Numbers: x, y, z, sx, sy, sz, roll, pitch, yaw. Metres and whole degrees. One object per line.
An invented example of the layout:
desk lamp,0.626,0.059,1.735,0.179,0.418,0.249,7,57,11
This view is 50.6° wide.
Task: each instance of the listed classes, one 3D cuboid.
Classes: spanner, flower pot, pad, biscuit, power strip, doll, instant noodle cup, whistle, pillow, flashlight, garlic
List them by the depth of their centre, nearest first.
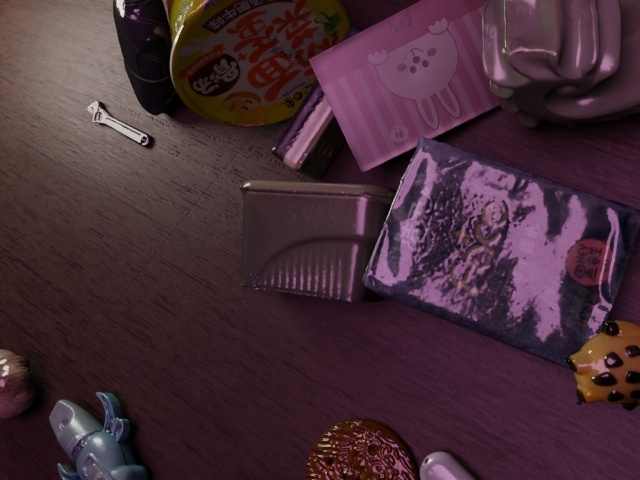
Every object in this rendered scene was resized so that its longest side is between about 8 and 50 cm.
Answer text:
doll,0.438,0.124,0.810,0.291,0.086,0.117,-19,106,2
flower pot,0.398,-0.252,0.843,0.368,0.254,0.164,-6,78,25
flashlight,0.220,0.372,0.936,0.200,0.047,0.093,39,100,27
biscuit,0.061,0.369,1.032,0.188,0.027,0.187,-6,77,26
pad,0.155,-0.257,1.036,0.300,0.005,0.202,-25,90,8
power strip,0.027,-0.225,1.114,0.070,0.105,0.256,35,98,20
instant noodle cup,-0.125,-0.373,1.130,0.311,0.311,0.221,-35,57,18
pillow,-0.318,-0.361,1.227,0.093,0.335,0.161,-22,73,-14
whistle,-0.413,0.391,1.246,0.274,0.093,0.186,34,97,32
garlic,-0.639,0.292,1.376,0.159,0.102,0.147,-10,90,38
spanner,-0.421,-0.243,1.410,0.208,0.012,0.046,29,94,29

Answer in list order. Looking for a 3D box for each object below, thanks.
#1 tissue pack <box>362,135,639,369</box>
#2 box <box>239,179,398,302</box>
tissue pack,0.243,0.016,0.926,0.316,0.103,0.227,21,91,14
box,0.000,0.000,1.083,0.274,0.138,0.178,6,91,30
